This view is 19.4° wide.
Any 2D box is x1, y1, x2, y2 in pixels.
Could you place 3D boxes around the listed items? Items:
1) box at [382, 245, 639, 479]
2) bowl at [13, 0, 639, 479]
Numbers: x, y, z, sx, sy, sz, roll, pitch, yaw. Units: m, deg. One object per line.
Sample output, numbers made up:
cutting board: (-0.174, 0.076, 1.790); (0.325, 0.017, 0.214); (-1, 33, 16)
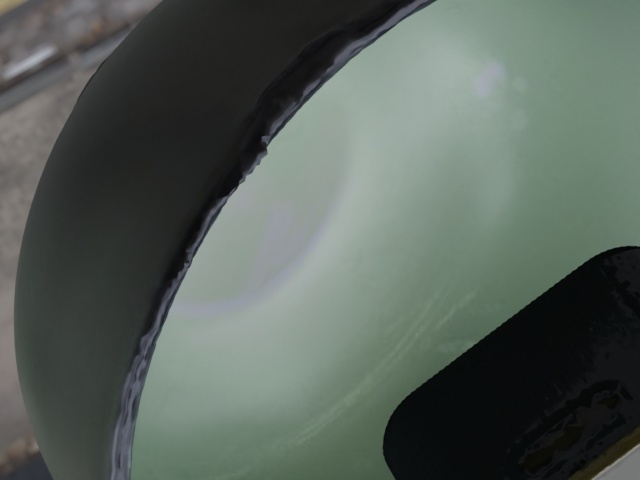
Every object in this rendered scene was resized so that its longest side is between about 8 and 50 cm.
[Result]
box: (0.125, 0.103, 0.742); (0.144, 0.090, 0.201); (-38, 137, 7)
bowl: (0.000, 0.000, 0.833); (0.354, 0.185, 0.354); (-27, 134, -32)
